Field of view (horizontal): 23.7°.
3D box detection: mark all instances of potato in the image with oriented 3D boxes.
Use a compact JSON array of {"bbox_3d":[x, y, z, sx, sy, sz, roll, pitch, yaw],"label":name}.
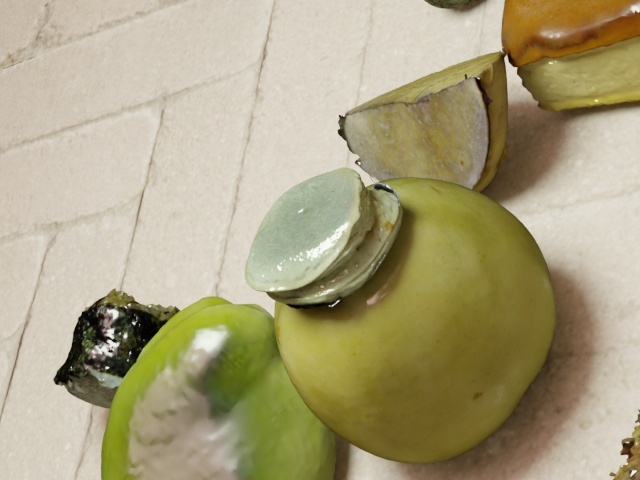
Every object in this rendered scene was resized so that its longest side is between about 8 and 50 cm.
[{"bbox_3d":[0.139,-0.110,1.579,0.098,0.138,0.243,-34,13,-32],"label":"potato"}]

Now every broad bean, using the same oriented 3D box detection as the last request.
[{"bbox_3d":[-0.101,0.201,1.529,0.238,0.119,0.291,7,78,8],"label":"broad bean"}]

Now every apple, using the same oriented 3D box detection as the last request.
[{"bbox_3d":[0.085,0.069,1.422,0.262,0.262,0.262,-23,48,29],"label":"apple"}]

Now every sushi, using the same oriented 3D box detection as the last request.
[{"bbox_3d":[-0.207,0.127,1.684,0.212,0.147,0.115,129,160,-73],"label":"sushi"}]

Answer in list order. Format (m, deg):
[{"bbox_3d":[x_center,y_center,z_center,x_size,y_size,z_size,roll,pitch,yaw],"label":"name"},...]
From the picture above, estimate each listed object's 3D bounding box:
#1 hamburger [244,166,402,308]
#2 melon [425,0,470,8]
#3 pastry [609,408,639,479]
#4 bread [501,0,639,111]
[{"bbox_3d":[0.000,0.000,1.320,0.140,0.062,0.133,-24,37,34],"label":"hamburger"},{"bbox_3d":[0.151,-0.325,1.741,0.098,0.098,0.131,-3,55,41],"label":"melon"},{"bbox_3d":[0.322,0.212,1.127,0.275,0.193,0.275,-25,46,28],"label":"pastry"},{"bbox_3d":[0.359,-0.303,1.500,0.333,0.143,0.324,-7,56,40],"label":"bread"}]
